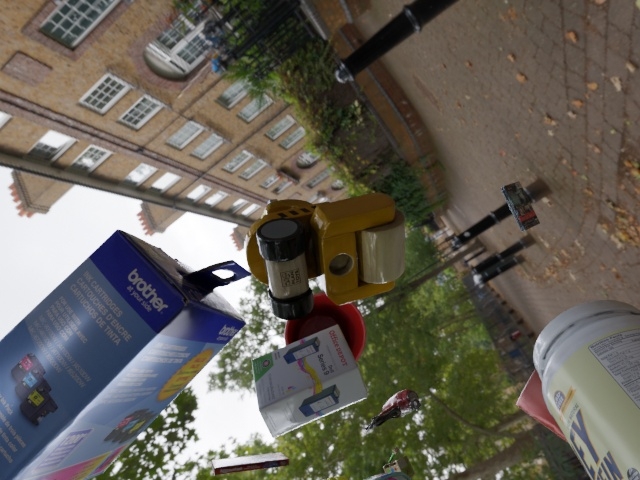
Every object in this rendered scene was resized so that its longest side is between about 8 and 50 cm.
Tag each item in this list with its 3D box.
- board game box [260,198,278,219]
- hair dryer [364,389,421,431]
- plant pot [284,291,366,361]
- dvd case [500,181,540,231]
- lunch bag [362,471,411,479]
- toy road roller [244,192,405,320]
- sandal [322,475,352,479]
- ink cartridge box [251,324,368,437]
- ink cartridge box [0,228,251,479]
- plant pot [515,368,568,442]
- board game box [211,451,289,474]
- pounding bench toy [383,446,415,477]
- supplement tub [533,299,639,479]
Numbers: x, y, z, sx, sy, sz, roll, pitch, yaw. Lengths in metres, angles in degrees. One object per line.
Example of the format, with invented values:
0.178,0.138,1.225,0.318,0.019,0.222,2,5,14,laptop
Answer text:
-0.147,-0.036,1.220,0.026,0.154,0.103,-7,-119,-30,board game box
0.262,0.625,1.531,0.293,0.223,0.080,60,-173,-68,hair dryer
0.011,0.337,1.434,0.275,0.275,0.243,59,168,14,plant pot
0.495,-0.086,1.014,0.087,0.013,0.119,-18,-98,-39,dvd case
0.120,0.586,0.735,0.224,0.108,0.279,-5,-119,-32,lunch bag
0.000,0.000,0.896,0.240,0.329,0.202,-119,19,-57,toy road roller
0.004,0.892,1.322,0.138,0.317,0.126,46,-175,-30,sandal
-0.026,0.289,0.864,0.154,0.212,0.093,-120,11,-63,ink cartridge box
-0.279,0.157,0.593,0.151,0.395,0.270,40,171,15,ink cartridge box
0.701,0.377,1.005,0.267,0.236,0.267,17,179,-4,plant pot
-0.276,0.870,1.602,0.145,0.281,0.027,137,133,-64,board game box
0.216,0.647,1.181,0.052,0.065,0.083,4,-127,-46,pounding bench toy
0.471,0.255,0.572,0.235,0.235,0.325,50,-164,-19,supplement tub
